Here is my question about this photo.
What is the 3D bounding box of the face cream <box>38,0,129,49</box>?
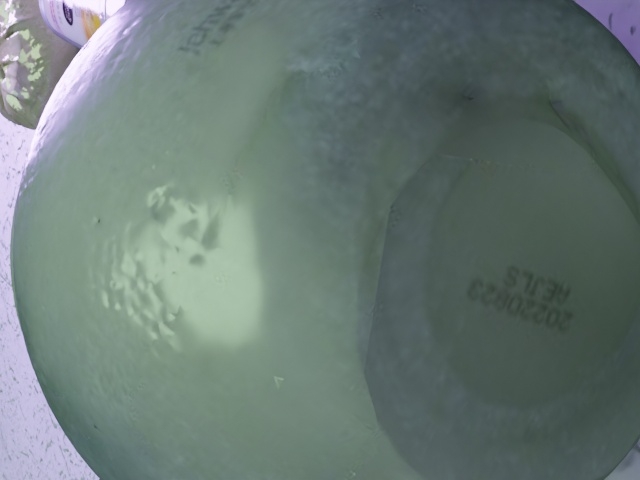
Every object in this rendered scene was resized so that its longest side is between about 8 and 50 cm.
[{"bbox_3d":[-0.194,-0.219,1.499,0.269,0.073,0.107,27,129,60],"label":"face cream"}]

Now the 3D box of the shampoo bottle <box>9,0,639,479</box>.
[{"bbox_3d":[0.013,0.005,0.805,0.317,0.322,0.322,-6,91,56],"label":"shampoo bottle"}]

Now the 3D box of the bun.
[{"bbox_3d":[-0.319,-0.215,1.730,0.164,0.111,0.188,56,141,40],"label":"bun"}]
